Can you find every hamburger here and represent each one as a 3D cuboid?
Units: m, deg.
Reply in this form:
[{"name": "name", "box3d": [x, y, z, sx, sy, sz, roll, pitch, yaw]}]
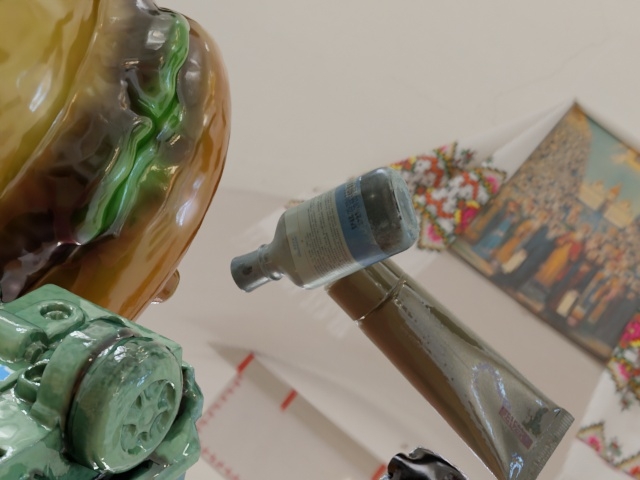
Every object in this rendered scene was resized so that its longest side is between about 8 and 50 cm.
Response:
[{"name": "hamburger", "box3d": [-0.250, -0.075, 0.819, 0.396, 0.395, 0.277, 4, -25, 47]}]

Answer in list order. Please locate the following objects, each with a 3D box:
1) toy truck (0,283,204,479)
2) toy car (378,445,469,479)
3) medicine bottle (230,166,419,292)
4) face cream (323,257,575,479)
[{"name": "toy truck", "box3d": [-0.181, 0.118, 0.496, 0.155, 0.279, 0.156, 21, -61, 24]}, {"name": "toy car", "box3d": [0.076, 0.327, 1.160, 0.089, 0.210, 0.108, 29, -34, 40]}, {"name": "medicine bottle", "box3d": [0.000, 0.000, 1.091, 0.208, 0.054, 0.090, -24, -110, 28]}, {"name": "face cream", "box3d": [0.151, 0.145, 1.251, 0.341, 0.137, 0.084, 45, -28, -6]}]
